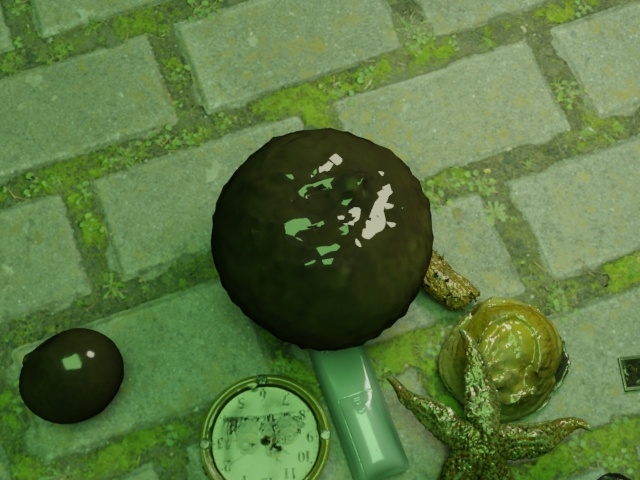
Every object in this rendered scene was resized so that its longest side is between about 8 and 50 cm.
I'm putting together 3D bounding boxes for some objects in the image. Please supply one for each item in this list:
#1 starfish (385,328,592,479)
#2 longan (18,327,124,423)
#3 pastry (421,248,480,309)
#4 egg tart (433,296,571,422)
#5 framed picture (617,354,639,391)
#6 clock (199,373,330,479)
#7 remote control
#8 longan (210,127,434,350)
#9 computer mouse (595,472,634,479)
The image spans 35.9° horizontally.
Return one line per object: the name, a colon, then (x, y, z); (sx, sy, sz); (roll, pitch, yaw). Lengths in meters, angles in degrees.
starfish: (0.257, 0.353, 1.704); (0.358, 0.078, 0.347); (26, 93, 3)
longan: (-0.436, 0.236, 1.737); (0.189, 0.189, 0.189); (0, 70, 0)
pastry: (0.228, 0.076, 1.861); (0.080, 0.056, 0.140); (-36, 67, -20)
egg tart: (0.336, 0.209, 1.795); (0.252, 0.098, 0.232); (-14, 74, -10)
framed picture: (0.599, 0.243, 1.825); (0.089, 0.006, 0.066); (-5, 69, -2)
clock: (-0.097, 0.356, 1.754); (0.237, 0.057, 0.237); (-1, 70, 2)
remote control: (0.064, 0.287, 1.783); (0.103, 0.051, 0.293); (-19, 70, -7)
longan: (0.000, 0.000, 1.716); (0.391, 0.391, 0.391); (0, 70, 0)
computer mouse: (0.542, 0.456, 1.726); (0.135, 0.047, 0.079); (31, 73, 8)
